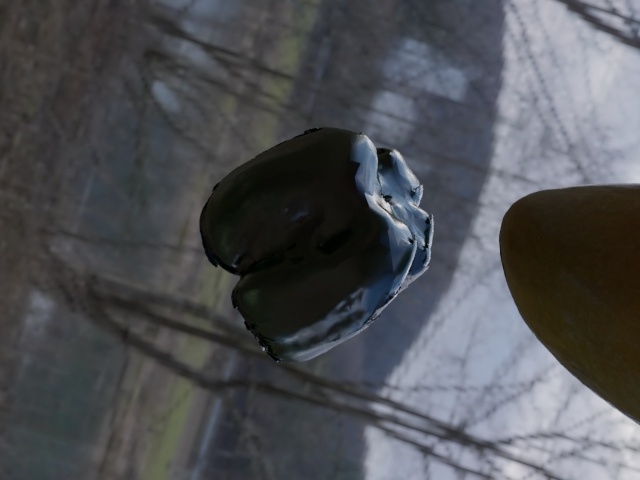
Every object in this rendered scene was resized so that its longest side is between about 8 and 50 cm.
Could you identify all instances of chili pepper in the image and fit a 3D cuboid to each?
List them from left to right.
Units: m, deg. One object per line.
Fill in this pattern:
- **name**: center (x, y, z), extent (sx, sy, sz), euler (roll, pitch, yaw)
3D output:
- **chili pepper**: center (0.000, 0.000, 1.836), extent (0.257, 0.248, 0.233), euler (-31, 172, 20)

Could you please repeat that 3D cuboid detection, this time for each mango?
- **mango**: center (0.293, 0.055, 0.938), extent (0.221, 0.384, 0.199), euler (-5, 109, -77)
